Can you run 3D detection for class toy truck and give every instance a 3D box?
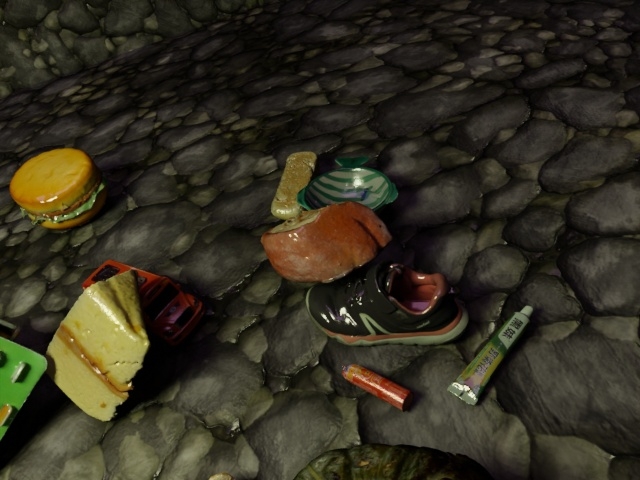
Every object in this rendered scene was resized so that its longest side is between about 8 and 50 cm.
[{"bbox_3d":[-0.364,0.123,1.050,0.253,0.114,0.107,12,48,32],"label":"toy truck"}]

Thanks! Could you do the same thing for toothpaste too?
[{"bbox_3d":[0.281,0.177,0.818,0.204,0.031,0.049,-43,46,-21],"label":"toothpaste"}]

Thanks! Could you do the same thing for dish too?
[{"bbox_3d":[0.065,-0.092,1.150,0.224,0.078,0.246,-1,41,13],"label":"dish"}]

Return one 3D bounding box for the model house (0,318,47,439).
[{"bbox_3d":[-0.694,0.295,0.950,0.357,0.243,0.313,-63,20,-9],"label":"model house"}]

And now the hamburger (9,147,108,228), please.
[{"bbox_3d":[-0.703,-0.127,1.407,0.246,0.170,0.246,-3,52,4],"label":"hamburger"}]

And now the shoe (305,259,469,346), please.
[{"bbox_3d":[0.103,0.105,0.881,0.291,0.137,0.114,-1,43,21],"label":"shoe"}]

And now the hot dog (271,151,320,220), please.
[{"bbox_3d":[-0.054,-0.123,1.236,0.084,0.073,0.242,-3,44,14],"label":"hot dog"}]

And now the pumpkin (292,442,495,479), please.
[{"bbox_3d":[0.077,0.375,0.554,0.321,0.192,0.320,-10,44,10],"label":"pumpkin"}]

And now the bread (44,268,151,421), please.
[{"bbox_3d":[-0.370,0.197,0.928,0.178,0.240,0.135,43,26,9],"label":"bread"}]

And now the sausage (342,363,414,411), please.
[{"bbox_3d":[0.087,0.231,0.828,0.130,0.034,0.034,21,54,36],"label":"sausage"}]

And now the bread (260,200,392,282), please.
[{"bbox_3d":[-0.010,0.006,0.971,0.190,0.122,0.244,-30,9,-30],"label":"bread"}]

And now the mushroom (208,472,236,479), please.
[{"bbox_3d":[-0.175,0.425,0.706,0.059,0.054,0.202,7,52,34],"label":"mushroom"}]
